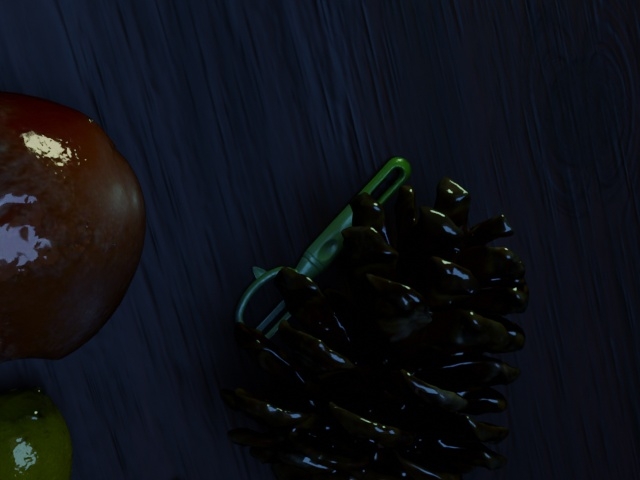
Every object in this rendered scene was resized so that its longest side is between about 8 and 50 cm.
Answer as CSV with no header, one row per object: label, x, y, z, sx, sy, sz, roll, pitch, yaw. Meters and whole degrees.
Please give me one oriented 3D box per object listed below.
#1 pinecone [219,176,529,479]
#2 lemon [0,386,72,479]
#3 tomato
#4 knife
pinecone,0.051,0.092,0.906,0.244,0.244,0.309,24,82,-22
lemon,-0.236,0.171,0.891,0.082,0.082,0.110,-6,101,-20
tomato,-0.229,-0.013,0.800,0.208,0.208,0.184,8,93,-21
knife,0.000,0.000,0.989,0.212,0.015,0.054,-46,103,-7
